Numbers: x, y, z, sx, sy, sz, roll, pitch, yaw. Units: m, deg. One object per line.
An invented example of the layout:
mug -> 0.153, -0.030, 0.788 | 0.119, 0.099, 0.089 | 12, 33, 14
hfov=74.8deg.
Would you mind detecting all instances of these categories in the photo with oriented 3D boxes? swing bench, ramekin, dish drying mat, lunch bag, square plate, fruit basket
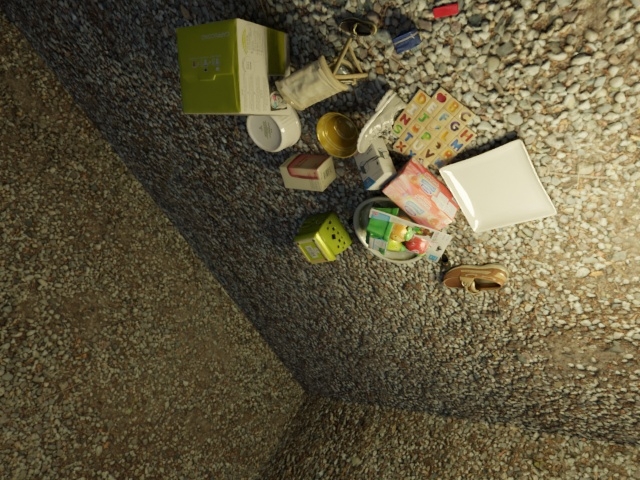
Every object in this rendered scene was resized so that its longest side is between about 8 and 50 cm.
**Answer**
swing bench -> 0.005, -0.643, 1.666 | 0.253, 0.254, 0.165 | -8, 122, 43
ramekin -> -0.240, -0.558, 2.043 | 0.273, 0.127, 0.273 | 22, 138, 21
dish drying mat -> 0.422, -0.773, 1.409 | 0.083, 0.008, 0.032 | 7, 130, 35
lunch bag -> 0.305, -0.721, 1.505 | 0.098, 0.067, 0.065 | -4, 124, 42
square plate -> 0.710, -0.209, 1.689 | 0.344, 0.049, 0.347 | -16, 116, 46
fruit basket -> 0.372, -0.004, 1.854 | 0.353, 0.165, 0.327 | 25, 162, 12

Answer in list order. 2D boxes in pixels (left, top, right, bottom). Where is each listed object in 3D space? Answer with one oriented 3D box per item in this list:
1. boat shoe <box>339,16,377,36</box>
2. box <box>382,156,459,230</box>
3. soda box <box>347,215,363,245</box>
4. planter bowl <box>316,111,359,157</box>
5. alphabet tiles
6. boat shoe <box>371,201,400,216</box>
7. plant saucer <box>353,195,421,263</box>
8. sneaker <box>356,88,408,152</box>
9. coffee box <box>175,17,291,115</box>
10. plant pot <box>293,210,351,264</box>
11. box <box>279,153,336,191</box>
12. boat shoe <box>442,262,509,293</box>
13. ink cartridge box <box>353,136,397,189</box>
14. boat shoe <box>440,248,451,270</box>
boat shoe -> 0.136, -0.802, 1.574 | 0.152, 0.049, 0.056 | 18, 137, 25
box -> 0.442, -0.191, 1.826 | 0.300, 0.154, 0.142 | 40, 141, -7
soda box -> 0.211, -0.053, 2.223 | 0.053, 0.060, 0.169 | -13, 118, 43
planter bowl -> 0.096, -0.487, 1.875 | 0.217, 0.090, 0.217 | 21, 137, 22
alphabet tiles -> 0.448, -0.442, 1.703 | 0.285, 0.011, 0.342 | 40, 141, 0
boat shoe -> 0.303, -0.138, 1.924 | 0.142, 0.049, 0.040 | 20, 94, 7
plant saucer -> 0.358, -0.067, 2.062 | 0.400, 0.100, 0.400 | 21, 137, 21
sneaker -> 0.246, -0.468, 1.710 | 0.115, 0.105, 0.281 | 34, 120, 1
coffee box -> -0.354, -0.699, 1.752 | 0.338, 0.334, 0.338 | 10, 108, 31
plant pot -> 0.000, 0.000, 2.326 | 0.227, 0.207, 0.228 | -12, 120, 44
box -> -0.062, -0.342, 2.092 | 0.232, 0.148, 0.127 | 10, 132, 31
boat shoe -> 0.725, 0.190, 1.997 | 0.324, 0.116, 0.123 | -18, 122, 46
ink cartridge box -> 0.237, -0.337, 1.840 | 0.139, 0.082, 0.190 | -41, 63, 51
boat shoe -> 0.614, 0.100, 2.067 | 0.049, 0.042, 0.133 | 4, 131, 33
